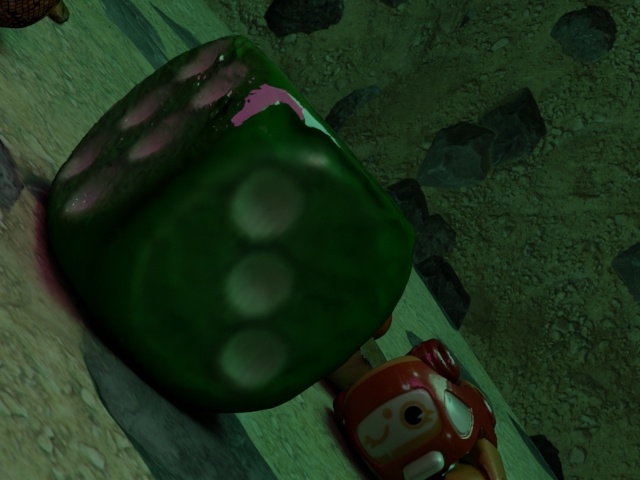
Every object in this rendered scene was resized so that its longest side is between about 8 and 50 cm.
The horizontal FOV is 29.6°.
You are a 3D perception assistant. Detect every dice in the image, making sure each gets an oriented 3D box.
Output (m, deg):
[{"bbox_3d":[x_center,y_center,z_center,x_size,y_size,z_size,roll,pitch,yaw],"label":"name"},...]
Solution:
[{"bbox_3d":[-0.095,-0.022,1.287,0.300,0.297,0.287,46,8,-31],"label":"dice"}]

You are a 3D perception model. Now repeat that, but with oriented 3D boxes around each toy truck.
[{"bbox_3d":[0.155,0.300,1.702,0.265,0.189,0.239,47,18,-30],"label":"toy truck"}]

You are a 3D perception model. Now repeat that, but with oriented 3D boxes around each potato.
[{"bbox_3d":[0.042,0.182,1.875,0.243,0.098,0.138,61,14,11],"label":"potato"}]

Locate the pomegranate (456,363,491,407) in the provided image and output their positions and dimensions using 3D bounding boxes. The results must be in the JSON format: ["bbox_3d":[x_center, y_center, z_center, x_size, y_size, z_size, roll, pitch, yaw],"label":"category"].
[{"bbox_3d":[0.202,0.294,1.970,0.196,0.196,0.196,51,8,-10],"label":"pomegranate"}]

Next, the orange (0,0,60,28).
[{"bbox_3d":[-0.413,-0.377,1.518,0.234,0.182,0.234,52,-5,7],"label":"orange"}]

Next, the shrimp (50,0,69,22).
[{"bbox_3d":[-0.467,-0.444,1.959,0.217,0.051,0.150,60,5,4],"label":"shrimp"}]

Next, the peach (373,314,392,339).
[{"bbox_3d":[0.094,0.142,2.325,0.101,0.100,0.101,51,8,-10],"label":"peach"}]
